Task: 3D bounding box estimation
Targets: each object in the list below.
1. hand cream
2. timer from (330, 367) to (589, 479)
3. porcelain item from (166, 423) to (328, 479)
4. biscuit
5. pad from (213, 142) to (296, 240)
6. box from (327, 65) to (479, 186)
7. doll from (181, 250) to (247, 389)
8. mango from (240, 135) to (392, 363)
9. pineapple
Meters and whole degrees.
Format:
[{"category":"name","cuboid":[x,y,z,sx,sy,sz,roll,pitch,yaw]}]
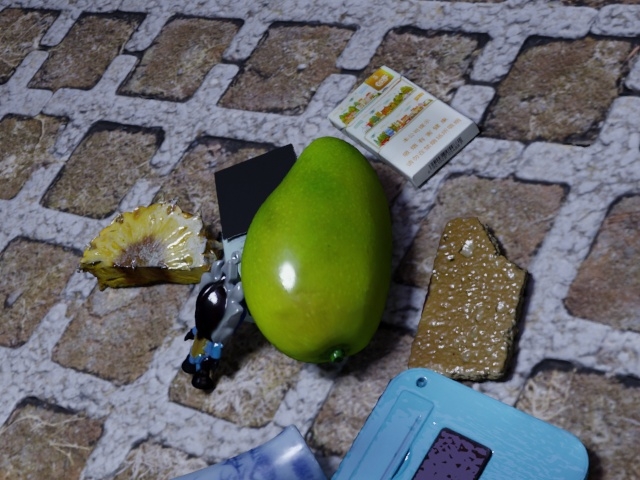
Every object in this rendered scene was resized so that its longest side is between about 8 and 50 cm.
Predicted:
[{"category":"hand cream","cuboid":[-0.094,-0.012,1.793,0.109,0.067,0.321,-18,42,9]},{"category":"timer","cuboid":[0.148,0.286,1.384,0.250,0.091,0.232,22,66,30]},{"category":"porcelain item","cuboid":[-0.118,0.317,1.469,0.259,0.141,0.141,-33,42,-8]},{"category":"biscuit","cuboid":[0.191,0.069,1.558,0.131,0.026,0.237,-2,52,29]},{"category":"pad","cuboid":[-0.090,-0.073,1.840,0.127,0.004,0.190,-20,35,4]},{"category":"box","cuboid":[0.115,-0.168,1.806,0.122,0.032,0.220,-43,43,-6]},{"category":"doll","cuboid":[-0.137,0.100,1.652,0.096,0.070,0.195,43,122,44]},{"category":"mango","cuboid":[0.000,0.000,1.630,0.156,0.192,0.343,125,159,-47]},{"category":"pineapple","cuboid":[-0.239,0.000,1.863,0.233,0.079,0.135,-3,60,23]}]
